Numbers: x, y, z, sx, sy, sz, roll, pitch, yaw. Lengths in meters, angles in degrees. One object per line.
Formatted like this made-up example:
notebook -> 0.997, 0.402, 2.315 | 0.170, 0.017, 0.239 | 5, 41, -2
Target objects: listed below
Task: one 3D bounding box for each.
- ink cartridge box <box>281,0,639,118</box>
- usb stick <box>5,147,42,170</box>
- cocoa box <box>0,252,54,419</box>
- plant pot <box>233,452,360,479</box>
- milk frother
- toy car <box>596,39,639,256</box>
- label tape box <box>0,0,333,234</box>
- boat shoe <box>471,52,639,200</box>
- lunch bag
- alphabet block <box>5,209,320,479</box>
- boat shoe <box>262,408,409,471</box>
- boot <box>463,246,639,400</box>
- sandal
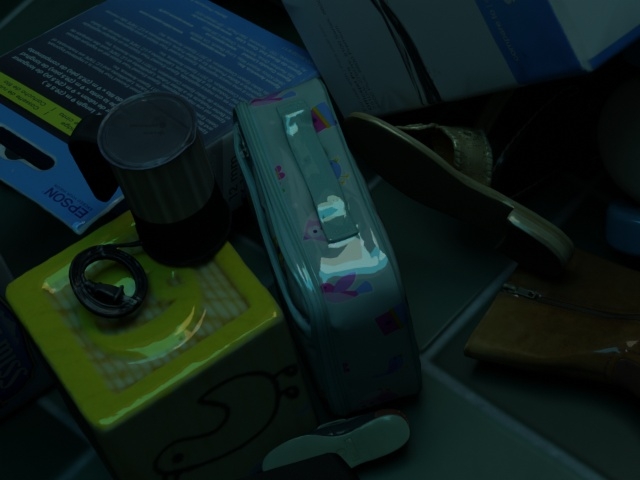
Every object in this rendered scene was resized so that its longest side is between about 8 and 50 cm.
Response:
ink cartridge box -> 0.184, -0.260, 1.637 | 0.285, 0.166, 0.395 | -35, 14, -26
usb stick -> -0.305, -0.091, 1.867 | 0.278, 0.045, 0.077 | 16, 58, 23
cocoa box -> -0.418, 0.025, 1.617 | 0.228, 0.347, 0.231 | -33, 54, -13
plant pot -> -0.016, 0.284, 1.449 | 0.188, 0.187, 0.167 | -16, 41, 1
milk frother -> -0.153, -0.026, 1.480 | 0.129, 0.135, 0.143 | -1, 54, 13
toy car -> 0.394, -0.106, 1.658 | 0.210, 0.219, 0.238 | 16, 26, 32
label tape box -> -0.191, -0.109, 1.752 | 0.249, 0.115, 0.347 | 30, 49, 29
boat shoe -> 0.275, -0.139, 1.726 | 0.342, 0.123, 0.123 | -40, 54, -24
lunch bag -> 0.000, 0.000, 1.617 | 0.107, 0.224, 0.279 | -20, 53, -3
alphabet block -> -0.137, 0.106, 1.587 | 0.192, 0.197, 0.193 | -34, 54, -12
boat shoe -> 0.014, 0.183, 1.595 | 0.137, 0.049, 0.043 | -20, 10, 1
boot -> 0.254, 0.119, 1.553 | 0.280, 0.096, 0.264 | 16, 60, 24
sandal -> 0.138, -0.065, 1.635 | 0.240, 0.088, 0.079 | 34, 65, 5
